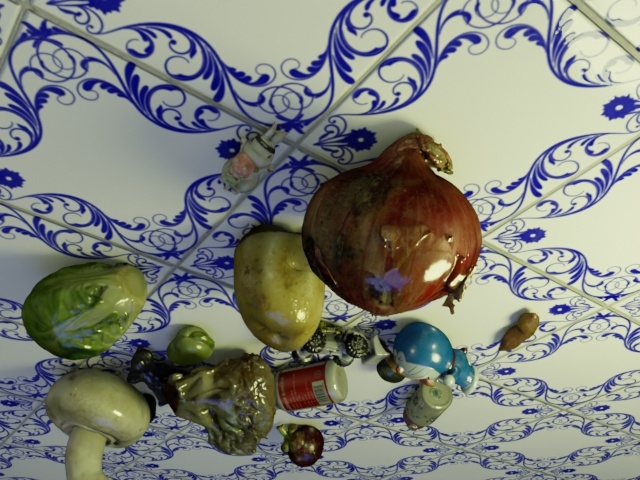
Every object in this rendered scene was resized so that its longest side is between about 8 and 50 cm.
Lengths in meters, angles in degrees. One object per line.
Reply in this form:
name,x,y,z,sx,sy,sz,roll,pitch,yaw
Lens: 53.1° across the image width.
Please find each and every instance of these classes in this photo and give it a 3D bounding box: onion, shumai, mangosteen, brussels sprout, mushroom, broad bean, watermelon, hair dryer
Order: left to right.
brussels sprout,-0.539,0.157,1.491,0.271,0.210,0.219,-24,118,6
mushroom,-0.650,0.536,1.927,0.315,0.356,0.315,-33,150,-22
hair dryer,-0.668,0.538,2.123,0.248,0.070,0.114,15,142,-6
broad bean,-0.359,0.294,1.781,0.124,0.082,0.174,12,151,-16
shumai,-0.291,0.470,1.823,0.283,0.217,0.346,7,122,-36
mangosteen,-0.079,0.740,2.312,0.181,0.146,0.156,14,143,-19
watermelon,0.213,0.384,1.899,0.078,0.078,0.110,-28,135,32
onion,0.132,0.001,1.175,0.353,0.354,0.353,0,143,0

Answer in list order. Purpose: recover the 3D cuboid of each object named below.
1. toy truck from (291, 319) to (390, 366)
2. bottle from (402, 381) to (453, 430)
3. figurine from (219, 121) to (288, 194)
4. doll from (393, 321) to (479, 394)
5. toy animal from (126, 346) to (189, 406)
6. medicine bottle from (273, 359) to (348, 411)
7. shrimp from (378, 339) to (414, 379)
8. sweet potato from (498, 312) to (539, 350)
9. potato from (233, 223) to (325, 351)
toy truck,0.039,0.273,1.721,0.286,0.111,0.136,10,152,-16
bottle,0.338,0.541,2.082,0.110,0.110,0.233,8,142,-11
figurine,-0.122,-0.143,1.177,0.081,0.098,0.146,32,135,-18
doll,0.309,0.325,1.738,0.257,0.215,0.161,33,95,-21
toy animal,-0.456,0.440,1.948,0.343,0.106,0.168,33,132,-32
medicine bottle,-0.051,0.441,1.928,0.250,0.131,0.131,-14,141,19
shrimp,0.234,0.331,1.839,0.166,0.161,0.049,36,119,11
sweet potato,0.545,0.252,1.746,0.065,0.051,0.218,3,144,-11
potato,-0.089,0.126,1.432,0.242,0.242,0.285,2,144,-3
